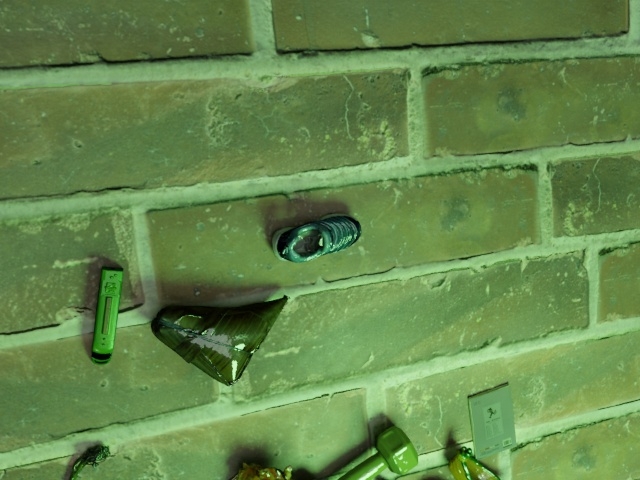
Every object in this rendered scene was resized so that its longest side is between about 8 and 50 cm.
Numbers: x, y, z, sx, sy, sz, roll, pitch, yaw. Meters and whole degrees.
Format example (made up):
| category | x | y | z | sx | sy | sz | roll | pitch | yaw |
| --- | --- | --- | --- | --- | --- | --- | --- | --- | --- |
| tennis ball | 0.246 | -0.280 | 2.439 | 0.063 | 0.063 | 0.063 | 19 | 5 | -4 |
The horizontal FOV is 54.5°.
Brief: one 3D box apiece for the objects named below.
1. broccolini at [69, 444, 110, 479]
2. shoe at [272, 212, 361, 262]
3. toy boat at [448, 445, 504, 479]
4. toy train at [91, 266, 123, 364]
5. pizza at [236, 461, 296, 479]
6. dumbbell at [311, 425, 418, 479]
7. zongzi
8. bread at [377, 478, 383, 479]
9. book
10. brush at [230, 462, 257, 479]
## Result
| category | x | y | z | sx | sy | sz | roll | pitch | yaw |
| --- | --- | --- | --- | --- | --- | --- | --- | --- | --- |
| broccolini | -0.512 | 0.511 | 1.314 | 0.052 | 0.054 | 0.194 | 32 | 95 | 10 |
| shoe | 0.000 | 0.000 | 1.363 | 0.207 | 0.106 | 0.091 | -15 | 104 | -21 |
| toy boat | 0.407 | 0.597 | 1.590 | 0.088 | 0.089 | 0.229 | -32 | 119 | 28 |
| toy train | -0.438 | 0.160 | 1.274 | 0.044 | 0.042 | 0.209 | 7 | 96 | -18 |
| pizza | -0.115 | 0.597 | 1.384 | 0.290 | 0.081 | 0.228 | -36 | 84 | 25 |
| dumbbell | 0.089 | 0.561 | 1.476 | 0.302 | 0.121 | 0.108 | -31 | 136 | -12 |
| zongzi | -0.209 | 0.159 | 1.320 | 0.221 | 0.112 | 0.242 | 40 | 77 | -19 |
| bread | 0.180 | 0.719 | 1.547 | 0.139 | 0.095 | 0.268 | -33 | 93 | -13 |
| book | 0.453 | 0.477 | 1.633 | 0.127 | 0.014 | 0.181 | -13 | 102 | -16 |
| brush | -0.228 | 0.580 | 1.426 | 0.205 | 0.011 | 0.083 | -36 | 108 | -11 |
